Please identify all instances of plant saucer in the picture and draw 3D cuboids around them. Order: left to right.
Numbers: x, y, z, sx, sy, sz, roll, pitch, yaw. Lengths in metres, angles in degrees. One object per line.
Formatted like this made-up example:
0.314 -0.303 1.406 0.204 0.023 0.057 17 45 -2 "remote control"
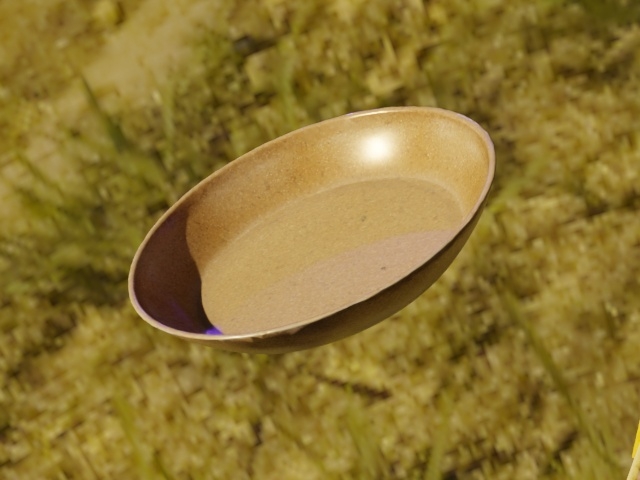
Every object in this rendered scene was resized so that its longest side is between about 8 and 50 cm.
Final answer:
0.000 0.000 0.400 0.083 0.015 0.083 -18 29 11 "plant saucer"

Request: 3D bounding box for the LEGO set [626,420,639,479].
0.208 0.210 1.078 0.107 0.132 0.287 16 67 14 "LEGO set"
